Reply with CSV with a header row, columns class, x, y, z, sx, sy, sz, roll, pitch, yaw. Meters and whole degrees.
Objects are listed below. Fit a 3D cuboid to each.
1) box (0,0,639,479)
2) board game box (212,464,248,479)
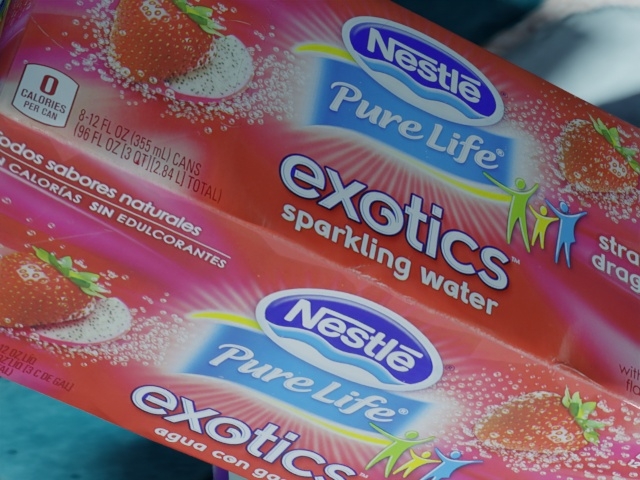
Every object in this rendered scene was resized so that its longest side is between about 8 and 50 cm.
class,x,y,z,sx,sy,sz,roll,pitch,yaw
box,0.000,0.000,0.587,0.257,0.128,0.122,25,136,-15
board game box,0.025,0.220,0.952,0.144,0.142,0.275,-5,146,-1
